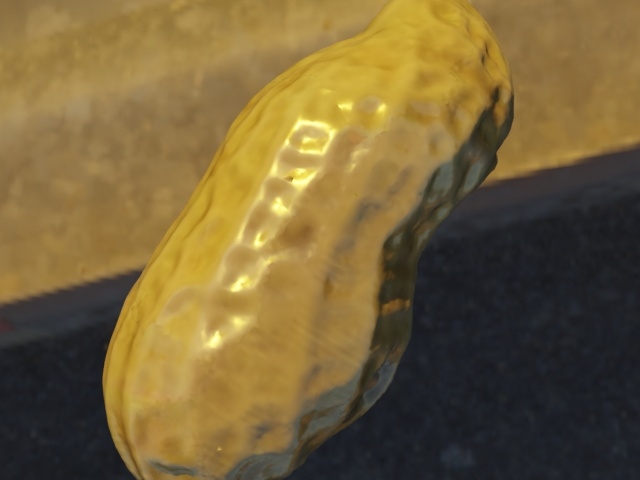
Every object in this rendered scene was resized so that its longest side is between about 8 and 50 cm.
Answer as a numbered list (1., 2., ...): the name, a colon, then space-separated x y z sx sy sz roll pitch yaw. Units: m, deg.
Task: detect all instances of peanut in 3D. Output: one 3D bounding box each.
1. peanut: 0.000 0.000 0.983 0.153 0.325 0.140 39 168 -14
